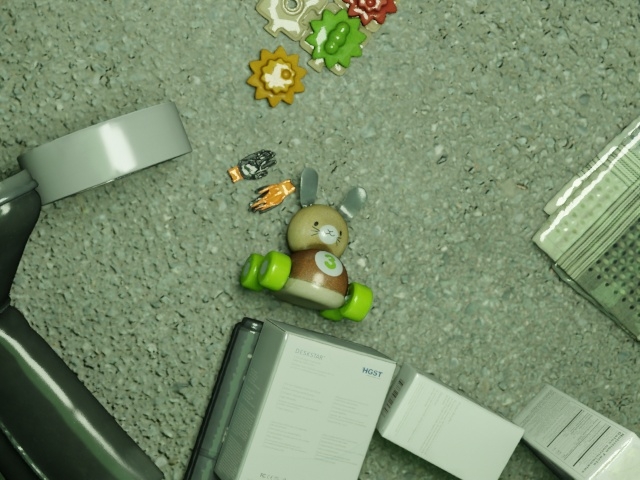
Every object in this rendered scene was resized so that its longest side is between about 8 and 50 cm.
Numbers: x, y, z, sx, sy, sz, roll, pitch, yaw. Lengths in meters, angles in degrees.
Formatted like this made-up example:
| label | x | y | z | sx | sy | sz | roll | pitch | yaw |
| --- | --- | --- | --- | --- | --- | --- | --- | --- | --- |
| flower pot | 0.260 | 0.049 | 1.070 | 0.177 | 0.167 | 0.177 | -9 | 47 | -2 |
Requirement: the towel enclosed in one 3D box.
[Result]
| label | x | y | z | sx | sy | sz | roll | pitch | yaw |
| --- | --- | --- | --- | --- | --- | --- | --- | --- | --- |
| towel | 0.510 | -0.017 | 1.681 | 0.312 | 0.056 | 0.324 | 43 | 95 | -7 |

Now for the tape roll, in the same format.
| label | x | y | z | sx | sy | sz | roll | pitch | yaw |
| --- | --- | --- | --- | --- | --- | --- | --- | --- | --- |
| tape roll | -0.282 | -0.112 | 1.516 | 0.219 | 0.219 | 0.072 | -20 | 96 | -5 |

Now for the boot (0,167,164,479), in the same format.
| label | x | y | z | sx | sy | sz | roll | pitch | yaw |
| --- | --- | --- | --- | --- | --- | --- | --- | --- | --- |
| boot | -0.359 | 0.164 | 1.491 | 0.146 | 0.367 | 0.445 | -37 | 95 | -46 |

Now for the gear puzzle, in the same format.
| label | x | y | z | sx | sy | sz | roll | pitch | yaw |
| --- | --- | --- | --- | --- | --- | --- | --- | --- | --- |
| gear puzzle | 0.008 | -0.336 | 1.621 | 0.175 | 0.044 | 0.339 | 38 | 89 | -8 |

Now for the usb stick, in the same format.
| label | x | y | z | sx | sy | sz | roll | pitch | yaw |
| --- | --- | --- | --- | --- | --- | --- | --- | --- | --- |
| usb stick | -0.125 | 0.248 | 1.646 | 0.077 | 0.045 | 0.278 | 18 | 91 | -9 |

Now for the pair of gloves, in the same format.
| label | x | y | z | sx | sy | sz | roll | pitch | yaw |
| --- | --- | --- | --- | --- | --- | --- | --- | --- | --- |
| pair of gloves | -0.084 | -0.084 | 1.645 | 0.074 | 0.010 | 0.083 | -31 | 94 | -2 |

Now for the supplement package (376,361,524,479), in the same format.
| label | x | y | z | sx | sy | sz | roll | pitch | yaw |
| --- | --- | --- | --- | --- | --- | --- | --- | --- | --- |
| supplement package | 0.180 | 0.265 | 1.651 | 0.179 | 0.105 | 0.105 | 30 | 89 | -7 |

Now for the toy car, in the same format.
| label | x | y | z | sx | sy | sz | roll | pitch | yaw |
| --- | --- | --- | --- | --- | --- | --- | --- | --- | --- |
| toy car | 0.000 | 0.000 | 1.604 | 0.155 | 0.149 | 0.188 | 22 | 79 | -19 |

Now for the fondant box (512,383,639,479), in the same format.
| label | x | y | z | sx | sy | sz | roll | pitch | yaw |
| --- | --- | --- | --- | --- | --- | --- | --- | --- | --- |
| fondant box | 0.409 | 0.335 | 1.568 | 0.238 | 0.330 | 0.096 | 45 | 88 | -8 |

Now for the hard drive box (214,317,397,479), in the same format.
| label | x | y | z | sx | sy | sz | roll | pitch | yaw |
| --- | --- | --- | --- | --- | --- | --- | --- | --- | --- |
| hard drive box | -0.021 | 0.247 | 1.613 | 0.181 | 0.089 | 0.232 | 19 | 92 | -24 |
